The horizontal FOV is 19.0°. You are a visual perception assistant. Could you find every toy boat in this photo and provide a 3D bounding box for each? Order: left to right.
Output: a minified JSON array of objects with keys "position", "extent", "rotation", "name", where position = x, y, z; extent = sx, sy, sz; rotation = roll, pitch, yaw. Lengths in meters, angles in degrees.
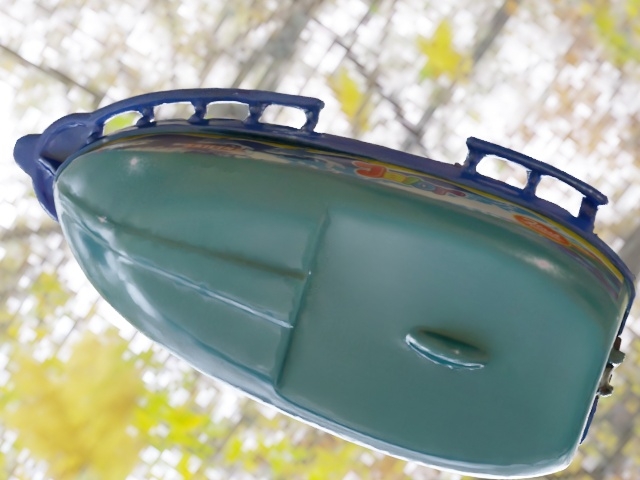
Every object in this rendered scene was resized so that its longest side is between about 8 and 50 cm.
[{"position":[0.000,0.000,0.525],"extent":[0.175,0.091,0.110],"rotation":[18,-160,7],"name":"toy boat"}]
